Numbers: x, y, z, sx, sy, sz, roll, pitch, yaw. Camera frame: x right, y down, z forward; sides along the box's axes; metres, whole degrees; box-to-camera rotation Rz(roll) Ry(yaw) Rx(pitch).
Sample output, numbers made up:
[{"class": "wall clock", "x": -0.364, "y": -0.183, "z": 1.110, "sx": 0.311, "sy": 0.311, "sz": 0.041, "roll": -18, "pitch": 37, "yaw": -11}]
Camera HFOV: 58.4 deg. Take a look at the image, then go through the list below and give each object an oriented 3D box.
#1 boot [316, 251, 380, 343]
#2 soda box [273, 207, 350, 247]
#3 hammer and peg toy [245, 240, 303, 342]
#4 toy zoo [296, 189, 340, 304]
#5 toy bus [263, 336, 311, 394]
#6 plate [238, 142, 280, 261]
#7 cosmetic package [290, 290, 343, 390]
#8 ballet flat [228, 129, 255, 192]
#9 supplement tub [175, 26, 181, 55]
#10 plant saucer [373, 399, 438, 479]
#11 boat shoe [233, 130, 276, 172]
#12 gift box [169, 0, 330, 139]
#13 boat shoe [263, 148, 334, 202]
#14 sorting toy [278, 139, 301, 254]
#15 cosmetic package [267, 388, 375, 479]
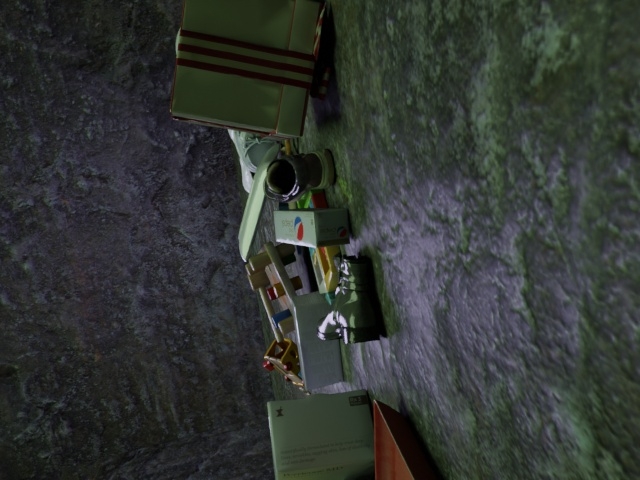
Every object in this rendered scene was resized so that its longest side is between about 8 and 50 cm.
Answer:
[{"class": "boot", "x": 0.049, "y": 0.105, "z": 1.077, "sx": 0.246, "sy": 0.083, "sz": 0.161, "roll": 156, "pitch": 109, "yaw": -73}, {"class": "soda box", "x": -0.022, "y": -0.028, "z": 1.142, "sx": 0.216, "sy": 0.073, "sz": 0.069, "roll": -174, "pitch": 78, "yaw": -65}, {"class": "hammer and peg toy", "x": -0.106, "y": 0.145, "z": 1.615, "sx": 0.266, "sy": 0.127, "sz": 0.361, "roll": 65, "pitch": 168, "yaw": 3}, {"class": "toy zoo", "x": 0.000, "y": 0.000, "z": 1.281, "sx": 0.192, "sy": 0.030, "sz": 0.294, "roll": 113, "pitch": 144, "yaw": -70}, {"class": "toy bus", "x": -0.083, "y": 0.402, "z": 1.881, "sx": 0.104, "sy": 0.190, "sz": 0.202, "roll": -59, "pitch": -7, "yaw": -25}, {"class": "plate", "x": -0.169, "y": -0.115, "z": 1.556, "sx": 0.278, "sy": 0.045, "sz": 0.278, "roll": -88, "pitch": 14, "yaw": -70}, {"class": "cosmetic package", "x": -0.007, "y": 0.241, "z": 1.387, "sx": 0.060, "sy": 0.098, "sz": 0.239, "roll": -120, "pitch": 22, "yaw": -64}, {"class": "ballet flat", "x": -0.200, "y": -0.303, "z": 1.778, "sx": 0.139, "sy": 0.139, "sz": 0.401, "roll": -116, "pitch": 15, "yaw": -51}, {"class": "supplement tub", "x": -0.345, "y": -0.600, "z": 1.849, "sx": 0.325, "sy": 0.235, "sz": 0.236, "roll": -162, "pitch": 62, "yaw": -77}, {"class": "plant saucer", "x": 0.152, "y": 0.431, "z": 0.926, "sx": 0.259, "sy": 0.047, "sz": 0.259, "roll": -118, "pitch": 20, "yaw": -57}, {"class": "boat shoe", "x": -0.185, "y": -0.353, "z": 1.634, "sx": 0.103, "sy": 0.118, "sz": 0.321, "roll": -145, "pitch": 54, "yaw": -70}, {"class": "gift box", "x": -0.120, "y": -0.325, "z": 1.021, "sx": 0.255, "sy": 0.258, "sz": 0.277, "roll": -133, "pitch": 53, "yaw": -72}, {"class": "boat shoe", "x": -0.070, "y": -0.133, "z": 1.198, "sx": 0.285, "sy": 0.092, "sz": 0.103, "roll": -2, "pitch": 94, "yaw": 63}, {"class": "sorting toy", "x": -0.092, "y": -0.132, "z": 1.500, "sx": 0.196, "sy": 0.047, "sz": 0.348, "roll": -104, "pitch": 8, "yaw": -60}, {"class": "cosmetic package", "x": -0.002, "y": 0.488, "z": 1.285, "sx": 0.385, "sy": 0.217, "sz": 0.156, "roll": 91, "pitch": 170, "yaw": -54}]
